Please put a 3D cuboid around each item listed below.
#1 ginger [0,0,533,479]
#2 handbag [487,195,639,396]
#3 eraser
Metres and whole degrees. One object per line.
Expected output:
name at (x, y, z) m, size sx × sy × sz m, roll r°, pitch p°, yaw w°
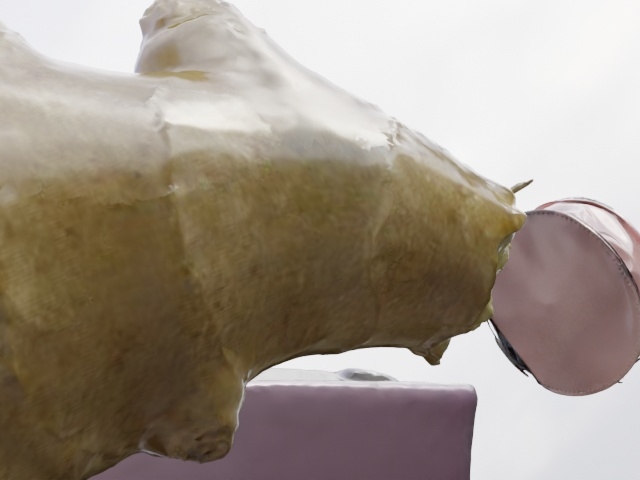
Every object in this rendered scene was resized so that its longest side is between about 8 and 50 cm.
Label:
ginger at (-0.114, -0.003, 0.522) m, size 0.375 × 0.236 × 0.166 m, roll -17°, pitch -36°, yaw -48°
handbag at (0.255, 0.053, 1.595) m, size 0.179 × 0.205 × 0.116 m, roll -46°, pitch -18°, yaw 32°
eraser at (-0.060, 0.215, 1.016) m, size 0.359 × 0.122 × 0.272 m, roll 3°, pitch -90°, yaw -47°
